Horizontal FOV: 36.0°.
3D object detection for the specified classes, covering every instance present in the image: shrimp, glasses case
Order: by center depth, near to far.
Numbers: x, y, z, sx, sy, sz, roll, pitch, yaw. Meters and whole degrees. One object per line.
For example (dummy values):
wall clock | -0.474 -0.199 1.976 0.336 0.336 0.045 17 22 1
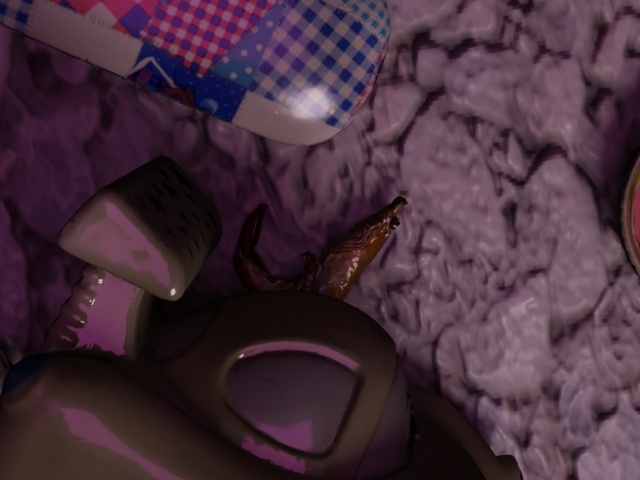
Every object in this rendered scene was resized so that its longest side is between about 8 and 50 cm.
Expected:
glasses case | -0.115 -0.165 0.617 0.327 0.076 0.125 23 100 -5
shrimp | 0.000 0.000 0.676 0.127 0.025 0.091 -38 98 7

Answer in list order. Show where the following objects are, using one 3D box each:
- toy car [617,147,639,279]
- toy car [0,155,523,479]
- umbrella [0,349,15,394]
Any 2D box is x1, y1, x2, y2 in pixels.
toy car | 0.309 -0.016 0.641 0.235 0.145 0.235 0 92 12
toy car | -0.013 0.121 0.588 0.336 0.242 0.226 25 100 -3
umbrella | -0.212 0.137 0.677 0.067 0.062 0.143 -35 100 -27
